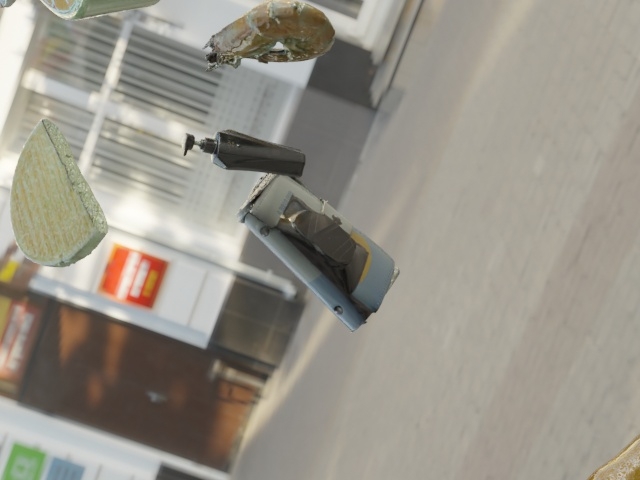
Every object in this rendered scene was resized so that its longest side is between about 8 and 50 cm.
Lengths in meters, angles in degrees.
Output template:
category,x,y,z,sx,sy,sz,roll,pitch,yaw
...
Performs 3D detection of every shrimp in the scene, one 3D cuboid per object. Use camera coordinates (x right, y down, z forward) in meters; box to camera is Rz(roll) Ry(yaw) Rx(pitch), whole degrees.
category,x,y,z,sx,sy,sz,roll,pitch,yaw
shrimp,-0.060,-0.215,1.278,0.180,0.099,0.041,-14,63,41

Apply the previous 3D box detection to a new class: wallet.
category,x,y,z,sx,sy,sz,roll,pitch,yaw
wallet,0.000,0.000,1.598,0.069,0.231,0.170,-42,8,32

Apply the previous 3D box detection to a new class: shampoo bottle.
category,x,y,z,sx,sy,sz,roll,pitch,yaw
shampoo bottle,-0.084,-0.096,1.296,0.027,0.137,0.048,133,142,-55

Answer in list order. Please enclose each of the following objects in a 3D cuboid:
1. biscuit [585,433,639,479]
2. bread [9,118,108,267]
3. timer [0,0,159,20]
category,x,y,z,sx,sy,sz,roll,pitch,yaw
biscuit,0.171,0.193,0.552,0.041,0.203,0.260,-134,59,-82
bread,-0.296,-0.034,1.308,0.112,0.036,0.193,-49,51,19
timer,-0.387,-0.384,1.489,0.315,0.291,0.291,-29,-14,-25
